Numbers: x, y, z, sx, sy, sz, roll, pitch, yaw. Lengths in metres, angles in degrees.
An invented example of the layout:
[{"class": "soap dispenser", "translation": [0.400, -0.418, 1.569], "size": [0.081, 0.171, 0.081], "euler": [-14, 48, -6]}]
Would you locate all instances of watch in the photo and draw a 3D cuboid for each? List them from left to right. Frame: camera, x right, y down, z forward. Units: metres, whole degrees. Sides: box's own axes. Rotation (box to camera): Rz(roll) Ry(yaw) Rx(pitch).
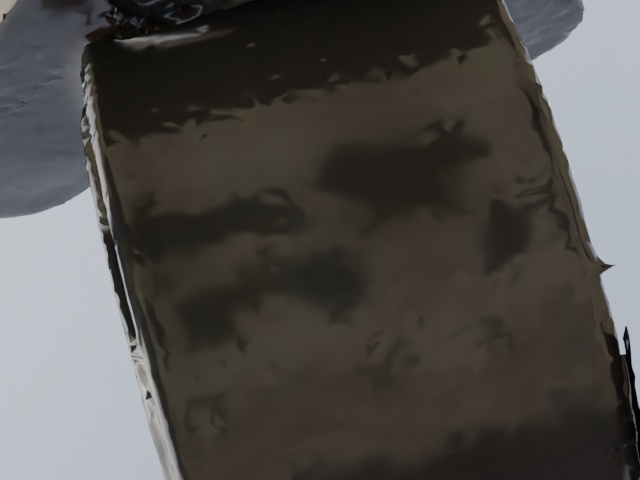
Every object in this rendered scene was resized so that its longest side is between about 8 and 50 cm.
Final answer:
[{"class": "watch", "translation": [0.000, 0.000, 0.616], "size": [0.314, 0.335, 0.327], "euler": [-16, -111, -4]}]
